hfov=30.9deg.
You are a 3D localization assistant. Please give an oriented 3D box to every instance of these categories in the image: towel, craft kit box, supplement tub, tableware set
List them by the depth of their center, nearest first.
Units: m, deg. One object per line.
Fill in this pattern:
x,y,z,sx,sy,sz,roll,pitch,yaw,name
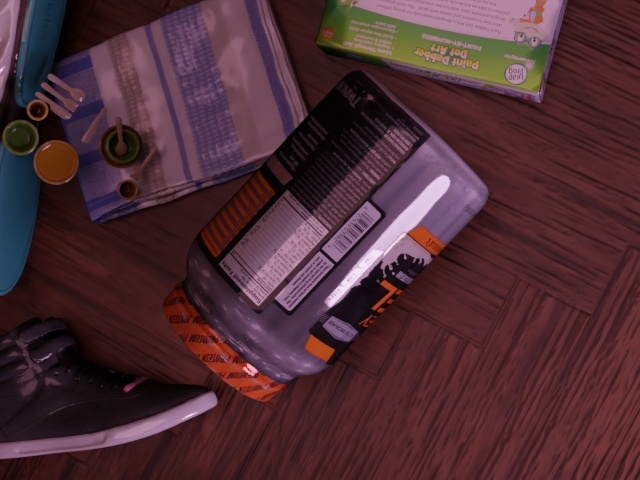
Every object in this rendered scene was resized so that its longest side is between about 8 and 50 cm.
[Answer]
0.000,0.000,1.171,0.193,0.193,0.316,45,97,12,supplement tub
0.145,-0.294,1.230,0.250,0.061,0.247,16,87,14,craft kit box
-0.257,-0.100,1.245,0.154,0.024,0.104,36,84,-21,tableware set
-0.161,-0.155,1.302,0.285,0.034,0.209,-19,81,12,towel

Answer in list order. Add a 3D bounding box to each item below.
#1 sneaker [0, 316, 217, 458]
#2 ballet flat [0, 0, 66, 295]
-0.262,0.150,1.266,0.295,0.104,0.147,-10,89,17,sneaker
-0.376,-0.137,1.292,0.139,0.139,0.400,10,93,14,ballet flat
